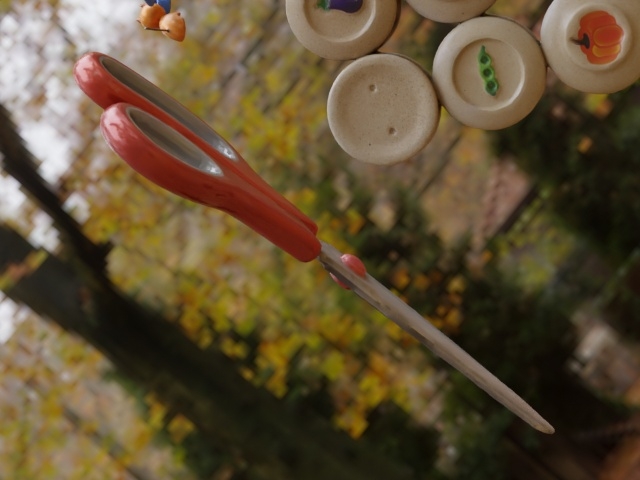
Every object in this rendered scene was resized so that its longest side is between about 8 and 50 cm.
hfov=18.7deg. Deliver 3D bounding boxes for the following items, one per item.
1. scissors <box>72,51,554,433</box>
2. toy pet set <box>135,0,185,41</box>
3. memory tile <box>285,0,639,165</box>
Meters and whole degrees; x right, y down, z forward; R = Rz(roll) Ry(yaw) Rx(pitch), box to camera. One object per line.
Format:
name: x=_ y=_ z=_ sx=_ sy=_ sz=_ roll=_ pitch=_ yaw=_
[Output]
scissors: x=0.000 y=0.000 z=0.980 sx=0.021 sy=0.297 sz=0.109 roll=-52 pitch=23 yaw=12
toy pet set: x=-0.095 y=-0.164 z=1.048 sx=0.114 sy=0.065 sz=0.122 roll=-121 pitch=38 yaw=-60
memory tile: x=0.037 y=-0.105 z=0.620 sx=0.113 sy=0.148 sz=0.012 roll=-17 pitch=7 yaw=12
